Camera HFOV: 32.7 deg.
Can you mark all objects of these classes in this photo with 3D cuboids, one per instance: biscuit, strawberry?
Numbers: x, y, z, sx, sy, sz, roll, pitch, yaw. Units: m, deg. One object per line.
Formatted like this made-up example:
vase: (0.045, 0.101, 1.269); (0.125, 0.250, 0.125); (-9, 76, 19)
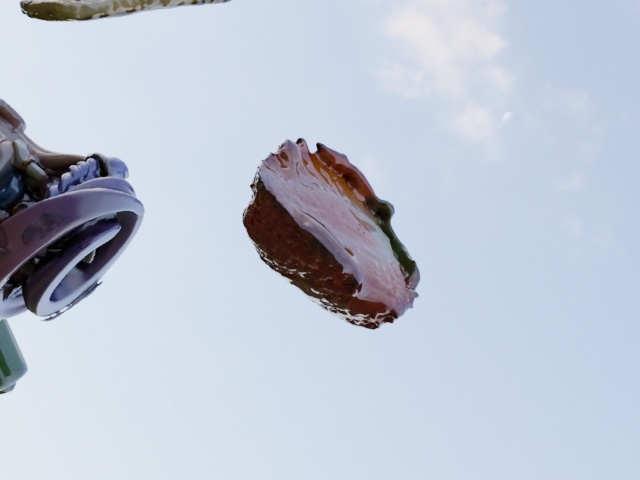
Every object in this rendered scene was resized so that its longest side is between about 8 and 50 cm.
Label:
biscuit: (-0.205, -0.271, 1.189); (0.118, 0.247, 0.029); (34, -48, 48)
strawberry: (0.000, 0.000, 0.783); (0.187, 0.082, 0.147); (28, 27, -52)

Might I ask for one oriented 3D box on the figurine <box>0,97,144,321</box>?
figurine: (-0.181, -0.019, 0.635); (0.157, 0.126, 0.114); (34, -11, 28)

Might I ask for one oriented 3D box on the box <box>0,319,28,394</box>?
box: (-0.416, 0.112, 0.912); (0.178, 0.328, 0.252); (65, -20, -6)
